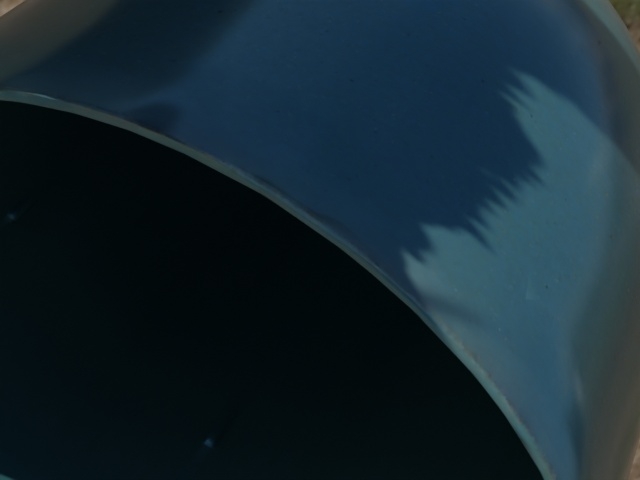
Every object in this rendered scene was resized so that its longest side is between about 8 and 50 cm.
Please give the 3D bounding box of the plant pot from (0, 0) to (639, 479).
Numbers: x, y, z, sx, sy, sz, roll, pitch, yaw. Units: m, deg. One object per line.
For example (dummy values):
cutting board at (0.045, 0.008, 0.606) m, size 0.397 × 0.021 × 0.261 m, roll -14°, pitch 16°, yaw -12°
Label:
plant pot at (0.000, 0.000, 0.530) m, size 0.293 × 0.293 × 0.235 m, roll 38°, pitch 50°, yaw -2°
